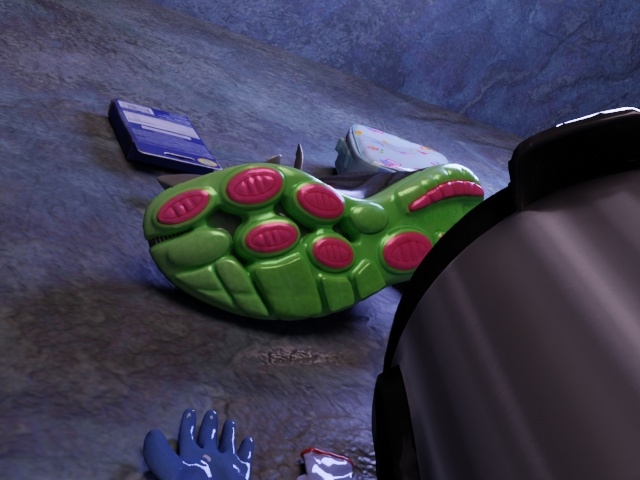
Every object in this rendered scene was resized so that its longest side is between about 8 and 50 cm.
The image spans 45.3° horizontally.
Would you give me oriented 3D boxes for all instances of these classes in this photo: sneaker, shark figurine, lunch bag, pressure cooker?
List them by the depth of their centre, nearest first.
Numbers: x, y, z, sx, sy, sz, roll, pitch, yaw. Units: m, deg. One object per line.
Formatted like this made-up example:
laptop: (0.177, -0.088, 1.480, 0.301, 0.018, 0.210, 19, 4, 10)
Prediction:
pressure cooker: (0.232, 0.145, 0.515, 0.376, 0.369, 0.420, 22, 24, -15)
sneaker: (0.000, 0.000, 0.965, 0.483, 0.185, 0.202, -3, -4, -37)
shark figurine: (-0.075, -0.080, 1.107, 0.166, 0.116, 0.278, 36, 25, 26)
lunch bag: (0.136, -0.123, 1.444, 0.224, 0.107, 0.279, 15, 20, -9)

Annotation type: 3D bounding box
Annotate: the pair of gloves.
pair of gloves: (-0.043, 0.197, 0.584, 0.198, 0.023, 0.159, 20, 19, -11)

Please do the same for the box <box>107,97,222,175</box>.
box: (-0.249, -0.157, 1.209, 0.136, 0.036, 0.225, 11, 23, -30)
